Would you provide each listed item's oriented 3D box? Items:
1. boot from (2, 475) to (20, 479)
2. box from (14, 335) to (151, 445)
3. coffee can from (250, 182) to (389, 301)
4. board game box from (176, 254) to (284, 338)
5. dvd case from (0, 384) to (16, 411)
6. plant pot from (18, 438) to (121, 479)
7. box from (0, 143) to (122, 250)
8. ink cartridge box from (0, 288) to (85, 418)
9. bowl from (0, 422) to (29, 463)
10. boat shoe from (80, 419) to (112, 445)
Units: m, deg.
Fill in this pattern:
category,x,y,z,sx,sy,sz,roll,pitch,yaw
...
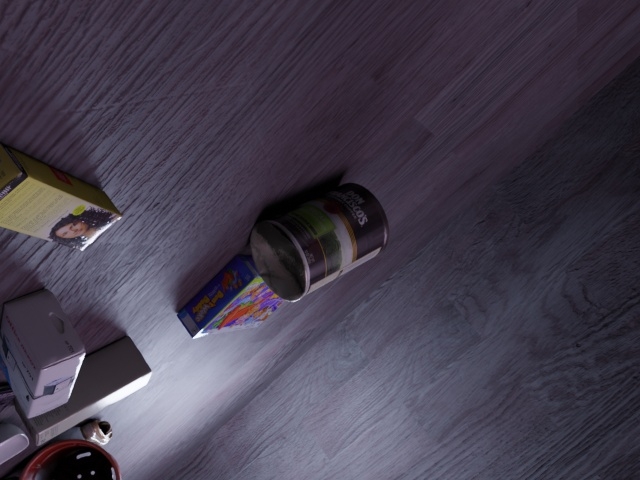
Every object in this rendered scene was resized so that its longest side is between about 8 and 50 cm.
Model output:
category,x,y,z,sx,sy,sz,roll,pitch,yaw
boot,-0.883,0.661,1.636,0.190,0.076,0.208,-33,156,-27
box,-0.531,0.334,1.430,0.275,0.113,0.094,-25,159,-36
coffee can,0.000,0.000,1.520,0.275,0.201,0.201,-27,160,-35
board game box,-0.195,0.146,1.710,0.233,0.078,0.347,-43,163,15
dvd case,-0.704,0.366,1.244,0.221,0.018,0.164,-44,172,-1
plant pot,-0.702,0.714,1.842,0.272,0.272,0.265,-34,172,-16
box,-0.366,-0.050,0.847,0.087,0.058,0.232,-40,163,4
ink cartridge box,-0.489,0.198,1.099,0.082,0.139,0.190,-22,156,-41
bowl,-0.742,0.469,1.432,0.142,0.053,0.142,-30,161,-29
boat shoe,-0.648,0.566,1.879,0.059,0.063,0.170,-31,162,-6
